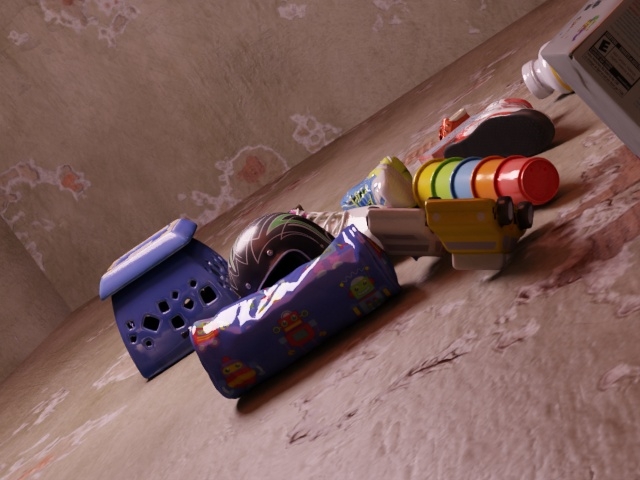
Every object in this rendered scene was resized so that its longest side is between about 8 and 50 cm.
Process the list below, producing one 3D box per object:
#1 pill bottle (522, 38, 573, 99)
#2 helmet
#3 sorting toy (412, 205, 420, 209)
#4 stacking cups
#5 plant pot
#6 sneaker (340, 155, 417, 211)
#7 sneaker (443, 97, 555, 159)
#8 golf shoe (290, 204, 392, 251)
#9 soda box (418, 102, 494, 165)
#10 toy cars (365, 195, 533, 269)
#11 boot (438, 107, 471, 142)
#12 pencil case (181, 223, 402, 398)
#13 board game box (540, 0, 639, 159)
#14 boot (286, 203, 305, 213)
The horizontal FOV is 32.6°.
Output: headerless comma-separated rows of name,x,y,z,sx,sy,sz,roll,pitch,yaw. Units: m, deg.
pill bottle,0.464,-0.331,1.994,0.184,0.103,0.103,-28,12,36
helmet,-0.059,0.037,1.653,0.169,0.161,0.169,-163,90,-77
sorting toy,0.142,-0.042,1.861,0.208,0.038,0.193,-27,12,39
stacking cups,0.239,-0.074,1.586,0.096,0.096,0.316,-37,14,-13
plant pot,-0.292,0.097,2.140,0.236,0.212,0.236,-33,9,5
sneaker,0.096,-0.066,1.835,0.126,0.091,0.240,-42,3,13
sneaker,0.326,-0.198,1.843,0.145,0.090,0.270,-42,9,-26
golf shoe,0.000,0.000,1.779,0.306,0.140,0.115,-26,38,51
soda box,0.271,-0.181,2.030,0.183,0.063,0.058,-38,10,-18
toy cars,0.163,-0.005,1.430,0.176,0.087,0.393,2,-2,-16
boot,0.243,-0.187,2.102,0.158,0.085,0.059,-40,12,-22
pencil case,-0.037,0.098,1.530,0.306,0.119,0.133,-33,23,6
board game box,0.404,-0.213,1.064,0.303,0.224,0.097,-46,11,1
boot,-0.081,0.010,2.160,0.219,0.106,0.082,-28,11,33
